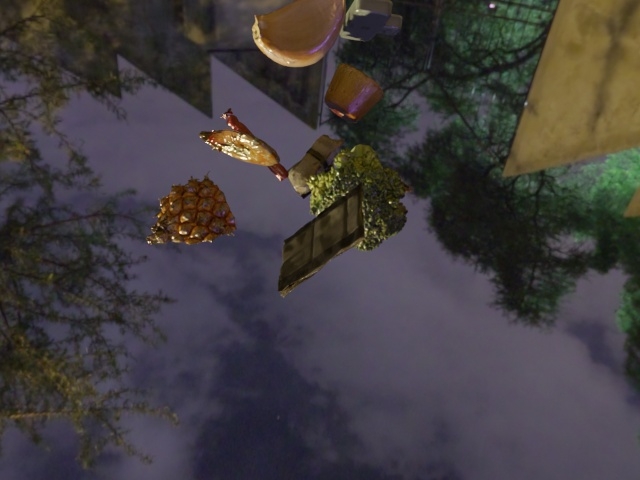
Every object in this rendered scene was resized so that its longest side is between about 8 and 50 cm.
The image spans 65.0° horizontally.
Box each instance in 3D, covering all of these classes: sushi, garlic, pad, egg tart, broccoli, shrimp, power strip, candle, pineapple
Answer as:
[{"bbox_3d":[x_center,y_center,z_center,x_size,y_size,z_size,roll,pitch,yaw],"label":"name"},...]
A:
[{"bbox_3d":[-0.014,-0.297,1.856,0.134,0.273,0.109,49,-178,14],"label":"sushi"},{"bbox_3d":[-0.038,-0.514,1.204,0.244,0.164,0.146,-26,-127,12],"label":"garlic"},{"bbox_3d":[-0.001,0.000,1.001,0.022,0.233,0.174,37,-147,-26],"label":"pad"},{"bbox_3d":[0.110,-0.518,1.805,0.202,0.147,0.202,33,-177,-2],"label":"egg tart"},{"bbox_3d":[0.089,-0.105,1.262,0.235,0.288,0.260,-16,-103,-37],"label":"broccoli"},{"bbox_3d":[-0.243,-0.277,1.430,0.294,0.154,0.062,15,-106,28],"label":"shrimp"},{"bbox_3d":[0.183,-0.756,1.732,0.193,0.059,0.265,5,-178,-11],"label":"power strip"},{"bbox_3d":[-0.239,-0.345,1.836,0.329,0.051,0.048,47,-142,1],"label":"candle"},{"bbox_3d":[-0.497,-0.119,1.792,0.286,0.209,0.344,-21,-151,-33],"label":"pineapple"}]

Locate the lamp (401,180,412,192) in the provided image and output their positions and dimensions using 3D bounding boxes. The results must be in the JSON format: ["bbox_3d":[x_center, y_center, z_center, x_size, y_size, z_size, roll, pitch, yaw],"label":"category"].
[{"bbox_3d":[0.347,-0.221,2.088,0.063,0.031,0.083,26,-156,15],"label":"lamp"}]
